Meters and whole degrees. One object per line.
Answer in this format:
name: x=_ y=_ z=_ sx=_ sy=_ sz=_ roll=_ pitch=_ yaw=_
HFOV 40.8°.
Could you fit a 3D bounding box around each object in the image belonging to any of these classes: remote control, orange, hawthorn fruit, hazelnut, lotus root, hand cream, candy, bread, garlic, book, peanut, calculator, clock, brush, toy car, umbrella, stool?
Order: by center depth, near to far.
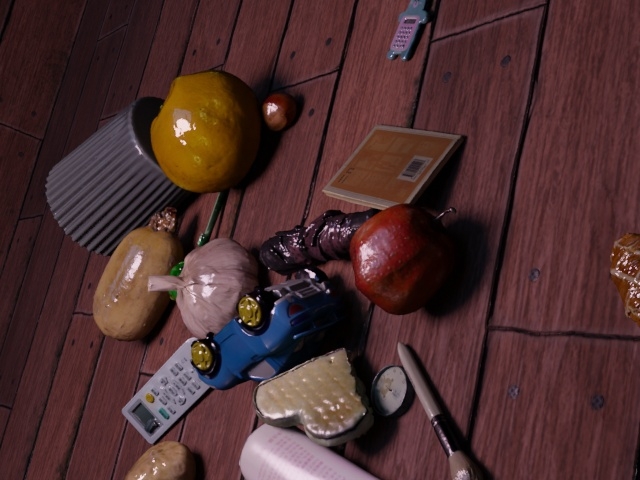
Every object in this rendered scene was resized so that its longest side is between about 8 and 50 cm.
bread: x=0.403 y=0.062 z=1.004 sx=0.105 sy=0.076 sz=0.233 roll=-54 pitch=35 yaw=16
brush: x=0.169 y=0.250 z=1.258 sx=0.042 sy=0.039 sz=0.299 roll=-48 pitch=36 yaw=21
hawthorn fruit: x=0.138 y=0.014 z=1.321 sx=0.194 sy=0.157 sz=0.157 roll=-46 pitch=40 yaw=23
hand cream: x=0.010 y=0.403 z=1.338 sx=0.358 sy=0.118 sz=0.186 roll=27 pitch=89 yaw=48
clock: x=0.112 y=0.236 z=1.352 sx=0.085 sy=0.017 sz=0.085 roll=-29 pitch=50 yaw=42
bread: x=0.001 y=0.251 z=1.411 sx=0.232 sy=0.064 sz=0.172 roll=7 pitch=53 yaw=36
book: x=0.121 y=-0.127 z=1.493 sx=0.170 sy=0.018 sz=0.241 roll=-51 pitch=32 yaw=-12
toy car: x=-0.090 y=0.182 z=1.533 sx=0.314 sy=0.198 sz=0.166 roll=-43 pitch=73 yaw=35
umbrella: x=0.000 y=0.000 z=1.571 sx=0.326 sy=0.094 sz=0.090 roll=-19 pitch=72 yaw=49
calculator: x=0.170 y=-0.405 z=1.624 sx=0.094 sy=0.019 sz=0.141 roll=24 pitch=92 yaw=58
peanut: x=-0.342 y=0.514 z=1.715 sx=0.122 sy=0.137 sz=0.253 roll=39 pitch=107 yaw=56
garlic: x=-0.246 y=0.091 z=1.751 sx=0.218 sy=0.212 sz=0.219 roll=-25 pitch=58 yaw=49
remote control: x=-0.313 y=0.320 z=1.837 sx=0.293 sy=0.103 sz=0.051 roll=-45 pitch=-5 yaw=28
hazelnut: x=-0.090 y=-0.282 z=1.863 sx=0.086 sy=0.086 sz=0.086 roll=-30 pitch=50 yaw=42
orange: x=-0.253 y=-0.244 z=1.904 sx=0.279 sy=0.235 sz=0.279 roll=-165 pitch=90 yaw=-70
candy: x=-0.262 y=-0.005 z=1.959 sx=0.097 sy=0.097 sz=0.324 roll=-10 pitch=56 yaw=51
lotus root: x=-0.418 y=0.078 z=2.023 sx=0.169 sy=0.151 sz=0.343 roll=29 pitch=99 yaw=12
stool: x=-0.466 y=-0.162 z=2.130 sx=0.330 sy=0.297 sz=0.297 roll=-35 pitch=46 yaw=33
